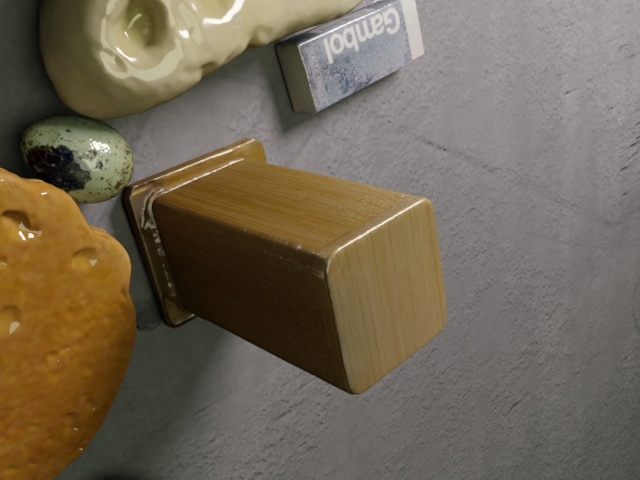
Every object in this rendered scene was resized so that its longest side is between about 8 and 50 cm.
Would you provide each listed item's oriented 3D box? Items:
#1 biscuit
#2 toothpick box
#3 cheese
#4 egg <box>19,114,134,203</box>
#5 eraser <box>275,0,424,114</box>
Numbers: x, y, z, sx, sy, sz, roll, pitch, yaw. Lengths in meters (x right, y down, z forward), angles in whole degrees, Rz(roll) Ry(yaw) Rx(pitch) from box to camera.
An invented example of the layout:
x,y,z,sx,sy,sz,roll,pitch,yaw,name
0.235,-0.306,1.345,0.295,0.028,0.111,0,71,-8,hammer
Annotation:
x,y,z,sx,sy,sz,roll,pitch,yaw,name
-0.307,0.094,0.603,0.312,0.057,0.351,-57,145,-20,biscuit
-0.037,0.019,0.717,0.190,0.308,0.187,-28,120,-34,toothpick box
-0.093,-0.269,0.697,0.328,0.130,0.350,11,95,-41,cheese
-0.237,-0.081,0.662,0.110,0.085,0.085,24,87,-46,egg
0.045,-0.247,0.878,0.212,0.046,0.091,-33,122,-28,eraser
